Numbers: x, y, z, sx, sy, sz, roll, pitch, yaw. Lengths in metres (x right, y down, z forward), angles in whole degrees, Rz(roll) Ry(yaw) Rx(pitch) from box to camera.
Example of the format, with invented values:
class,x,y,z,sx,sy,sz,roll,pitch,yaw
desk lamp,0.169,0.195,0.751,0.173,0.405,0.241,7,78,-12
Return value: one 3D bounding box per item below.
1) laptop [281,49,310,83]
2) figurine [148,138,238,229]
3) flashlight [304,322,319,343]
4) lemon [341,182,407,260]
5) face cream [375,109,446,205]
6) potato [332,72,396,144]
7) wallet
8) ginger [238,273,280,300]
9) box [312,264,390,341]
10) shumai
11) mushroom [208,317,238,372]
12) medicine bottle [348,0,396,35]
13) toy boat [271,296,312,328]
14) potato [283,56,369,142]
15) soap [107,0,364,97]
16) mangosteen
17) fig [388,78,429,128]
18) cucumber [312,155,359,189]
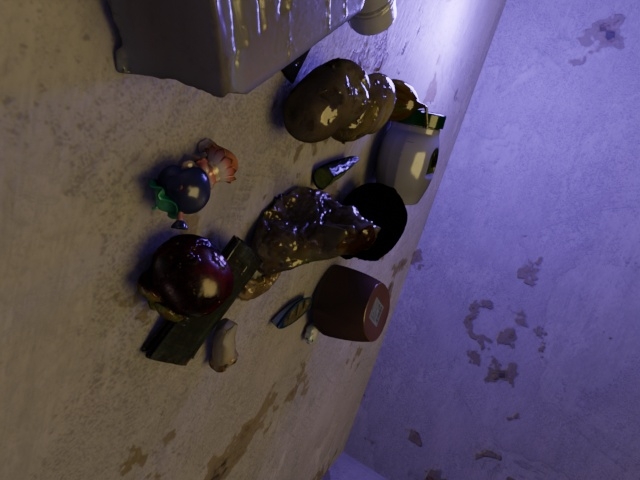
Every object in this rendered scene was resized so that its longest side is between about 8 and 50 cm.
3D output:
class,x,y,z,sx,sy,sz,roll,pitch,yaw
laptop,-0.048,-0.477,1.016,0.197,0.016,0.135,-66,156,-5
figurine,-0.231,-0.116,0.825,0.195,0.102,0.112,-49,148,-36
flashlight,-0.006,0.327,1.806,0.200,0.047,0.093,-54,150,-36
lemon,0.176,-0.062,1.602,0.320,0.245,0.245,-55,156,-8
face cream,0.344,-0.332,1.759,0.312,0.219,0.358,-22,127,-58
potato,0.118,-0.386,1.313,0.296,0.141,0.192,-47,166,-43
wallet,-0.254,0.143,1.022,0.317,0.044,0.169,-53,158,-8
ginger,-0.175,0.126,1.249,0.173,0.051,0.070,-32,145,-62
box,0.132,0.261,1.762,0.301,0.216,0.302,-30,126,-54
shumai,0.003,0.002,1.222,0.346,0.282,0.217,-38,142,-50
mushroom,-0.245,0.260,1.138,0.084,0.071,0.209,-38,156,-37
medicine bottle,0.106,-0.625,1.060,0.145,0.144,0.252,-62,154,-12
toy boat,-0.097,0.245,1.527,0.228,0.045,0.080,-26,135,-57
potato,0.011,-0.339,1.087,0.262,0.164,0.165,-39,146,-27
soap,-0.109,-0.450,0.659,0.435,0.212,0.351,-50,151,-38
mangosteen,-0.267,0.080,0.873,0.180,0.166,0.166,-39,156,3
fig,0.275,-0.474,1.526,0.142,0.186,0.148,14,91,-50
cucumber,0.048,-0.229,1.411,0.078,0.062,0.211,-42,-178,36
